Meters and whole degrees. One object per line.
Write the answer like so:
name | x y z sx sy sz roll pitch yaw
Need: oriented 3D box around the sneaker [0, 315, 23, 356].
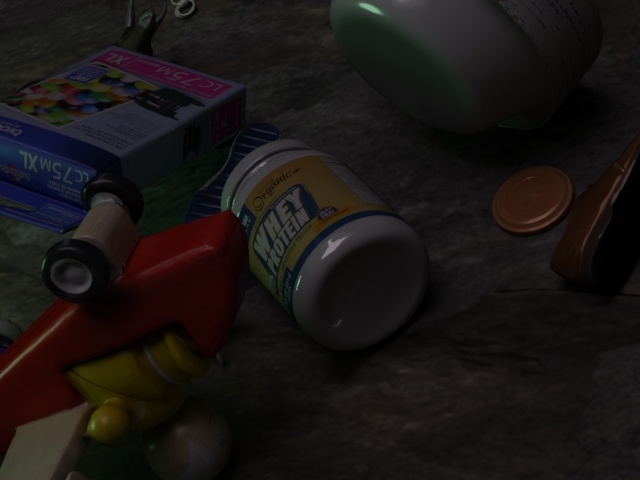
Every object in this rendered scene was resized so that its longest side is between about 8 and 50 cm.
sneaker | -0.448 0.184 1.913 0.293 0.102 0.146 -21 45 13

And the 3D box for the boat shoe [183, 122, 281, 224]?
boat shoe | -0.084 -0.040 1.919 0.066 0.066 0.183 16 51 22

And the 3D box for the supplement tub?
supplement tub | 0.000 0.000 1.779 0.144 0.144 0.199 -39 43 -5

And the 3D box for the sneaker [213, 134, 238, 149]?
sneaker | -0.126 -0.115 2.038 0.083 0.031 0.035 -25 44 9

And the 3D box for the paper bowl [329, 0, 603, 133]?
paper bowl | 0.123 -0.217 1.798 0.284 0.284 0.148 23 68 42

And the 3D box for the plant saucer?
plant saucer | 0.207 -0.041 1.788 0.083 0.013 0.083 -17 46 18

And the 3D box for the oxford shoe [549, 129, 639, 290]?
oxford shoe | 0.281 -0.050 1.714 0.076 0.076 0.212 11 57 49

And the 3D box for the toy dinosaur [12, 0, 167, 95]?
toy dinosaur | -0.299 -0.148 2.134 0.314 0.121 0.160 -26 32 14

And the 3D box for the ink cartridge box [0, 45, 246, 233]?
ink cartridge box | -0.237 -0.109 1.879 0.186 0.065 0.311 19 35 27

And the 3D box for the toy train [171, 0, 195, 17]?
toy train | -0.131 -0.351 2.240 0.166 0.046 0.125 -37 43 -4

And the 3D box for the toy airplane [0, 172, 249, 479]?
toy airplane | -0.214 0.151 1.715 0.386 0.272 0.384 -55 14 -14
